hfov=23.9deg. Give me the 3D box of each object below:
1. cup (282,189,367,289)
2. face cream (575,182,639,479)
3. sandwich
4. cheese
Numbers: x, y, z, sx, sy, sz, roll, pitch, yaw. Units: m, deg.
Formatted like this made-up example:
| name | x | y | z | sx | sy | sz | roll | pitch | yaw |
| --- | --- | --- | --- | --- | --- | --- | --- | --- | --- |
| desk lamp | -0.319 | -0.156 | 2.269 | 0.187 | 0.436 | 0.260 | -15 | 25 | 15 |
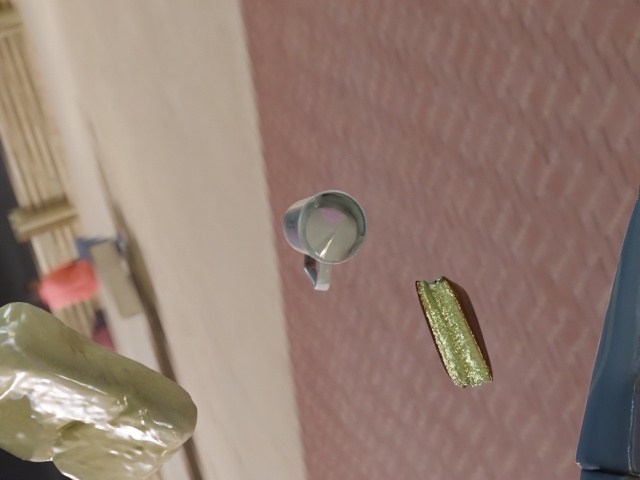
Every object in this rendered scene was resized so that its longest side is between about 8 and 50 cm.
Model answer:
| name | x | y | z | sx | sy | sz | roll | pitch | yaw |
| --- | --- | --- | --- | --- | --- | --- | --- | --- | --- |
| cup | 0.000 | 0.000 | 1.604 | 0.116 | 0.074 | 0.104 | 180 | 93 | -76 |
| face cream | 0.315 | 0.131 | 1.520 | 0.135 | 0.086 | 0.385 | 19 | -101 | -59 |
| sandwich | 0.086 | 0.053 | 0.983 | 0.044 | 0.031 | 0.083 | -78 | -31 | -69 |
| cheese | -0.273 | 0.170 | 1.631 | 0.159 | 0.263 | 0.093 | -50 | 21 | 32 |
